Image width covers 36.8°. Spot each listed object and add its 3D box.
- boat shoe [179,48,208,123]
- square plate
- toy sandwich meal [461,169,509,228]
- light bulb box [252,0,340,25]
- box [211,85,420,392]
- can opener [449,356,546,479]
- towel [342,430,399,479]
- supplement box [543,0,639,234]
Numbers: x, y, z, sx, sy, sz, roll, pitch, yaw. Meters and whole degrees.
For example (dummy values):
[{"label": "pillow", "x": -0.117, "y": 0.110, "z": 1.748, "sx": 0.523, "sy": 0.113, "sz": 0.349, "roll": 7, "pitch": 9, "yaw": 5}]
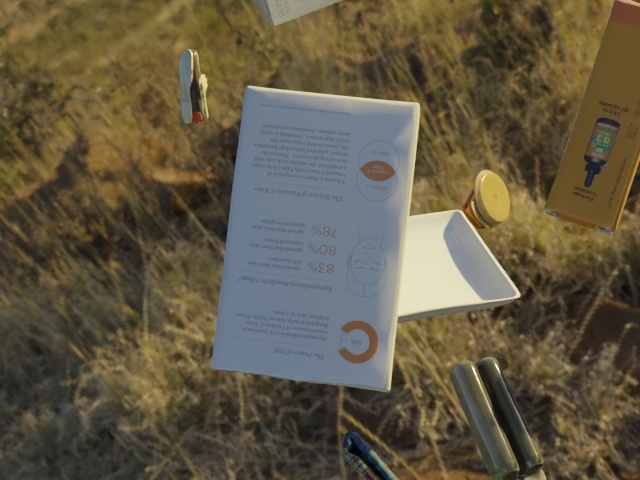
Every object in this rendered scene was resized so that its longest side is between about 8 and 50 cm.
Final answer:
[{"label": "boat shoe", "x": -0.222, "y": -0.274, "z": 1.711, "sx": 0.043, "sy": 0.137, "sz": 0.049, "roll": -13, "pitch": 28, "yaw": -28}, {"label": "square plate", "x": 0.158, "y": 0.060, "z": 1.841, "sx": 0.347, "sy": 0.049, "sz": 0.344, "roll": -9, "pitch": 31, "yaw": -8}, {"label": "toy sandwich meal", "x": 0.222, "y": -0.053, "z": 1.289, "sx": 0.029, "sy": 0.085, "sz": 0.085, "roll": -16, "pitch": 31, "yaw": 42}, {"label": "light bulb box", "x": 0.023, "y": -0.550, "z": 1.344, "sx": 0.361, "sy": 0.358, "sz": 0.225, "roll": -23, "pitch": 39, "yaw": -7}, {"label": "box", "x": 0.000, "y": 0.000, "z": 1.212, "sx": 0.215, "sy": 0.345, "sz": 0.168, "roll": 7, "pitch": -3, "yaw": 4}, {"label": "can opener", "x": 0.242, "y": 0.297, "z": 1.273, "sx": 0.076, "sy": 0.095, "sz": 0.283, "roll": -6, "pitch": 59, "yaw": -25}, {"label": "towel", "x": 0.145, "y": 0.374, "z": 1.092, "sx": 0.040, "sy": 0.370, "sz": 0.271, "roll": -40, "pitch": 57, "yaw": -8}, {"label": "supplement box", "x": 0.308, "y": -0.127, "z": 1.012, "sx": 0.080, "sy": 0.078, "sz": 0.233, "roll": -2, "pitch": -69, "yaw": -76}]
